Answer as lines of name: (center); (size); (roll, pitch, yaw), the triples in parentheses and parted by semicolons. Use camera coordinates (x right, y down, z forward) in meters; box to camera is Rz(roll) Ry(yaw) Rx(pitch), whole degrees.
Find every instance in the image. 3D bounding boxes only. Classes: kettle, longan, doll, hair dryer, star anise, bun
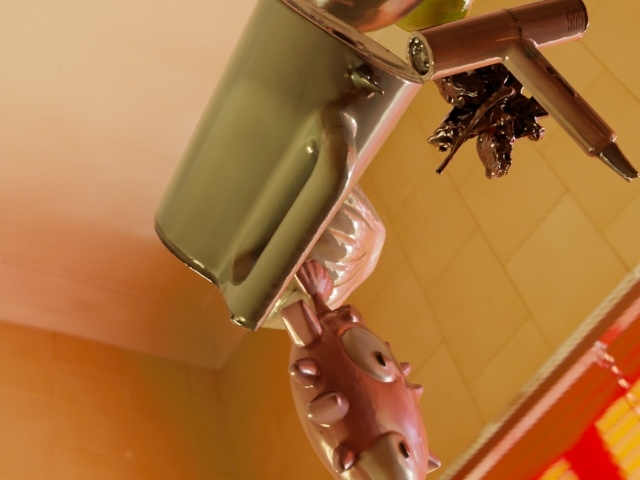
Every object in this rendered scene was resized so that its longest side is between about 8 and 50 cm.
kettle: (-0.015, -0.044, 0.489); (0.098, 0.127, 0.148); (7, -61, -55)
longan: (0.053, -0.355, 1.113); (0.196, 0.196, 0.220); (21, -18, -29)
doll: (0.032, 0.136, 0.796); (0.093, 0.262, 0.211); (-29, -27, 19)
hair dryer: (0.213, -0.135, 0.889); (0.195, 0.220, 0.054); (-17, -20, -20)
star anise: (0.268, -0.207, 1.370); (0.190, 0.126, 0.220); (0, -94, -21)
bun: (0.000, 0.000, 1.226); (0.175, 0.263, 0.263); (11, -56, -20)

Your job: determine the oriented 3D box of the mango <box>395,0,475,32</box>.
mango: (0.119, -0.423, 1.294); (0.175, 0.143, 0.293); (-12, -49, 44)
